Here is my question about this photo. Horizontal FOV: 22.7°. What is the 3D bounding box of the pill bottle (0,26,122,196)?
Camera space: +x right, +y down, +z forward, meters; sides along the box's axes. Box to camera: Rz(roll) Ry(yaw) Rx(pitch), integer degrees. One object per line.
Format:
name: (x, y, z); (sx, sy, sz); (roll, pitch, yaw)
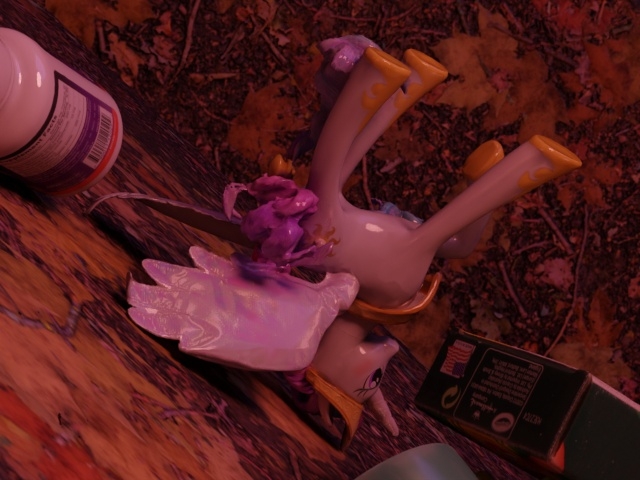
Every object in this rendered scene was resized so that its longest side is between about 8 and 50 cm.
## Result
pill bottle: (-0.247, -0.108, 1.291); (0.108, 0.108, 0.193); (46, 4, 23)

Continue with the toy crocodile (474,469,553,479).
toy crocodile: (0.182, 0.255, 1.375); (0.115, 0.105, 0.340); (48, 3, 22)

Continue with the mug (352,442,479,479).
mug: (0.047, 0.210, 0.986); (0.097, 0.158, 0.129); (52, -16, 27)

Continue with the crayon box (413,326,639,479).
crayon box: (0.258, 0.193, 1.344); (0.318, 0.081, 0.202); (31, -8, -27)

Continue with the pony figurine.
pony figurine: (0.000, 0.000, 1.423); (0.351, 0.363, 0.303); (25, 19, -22)
